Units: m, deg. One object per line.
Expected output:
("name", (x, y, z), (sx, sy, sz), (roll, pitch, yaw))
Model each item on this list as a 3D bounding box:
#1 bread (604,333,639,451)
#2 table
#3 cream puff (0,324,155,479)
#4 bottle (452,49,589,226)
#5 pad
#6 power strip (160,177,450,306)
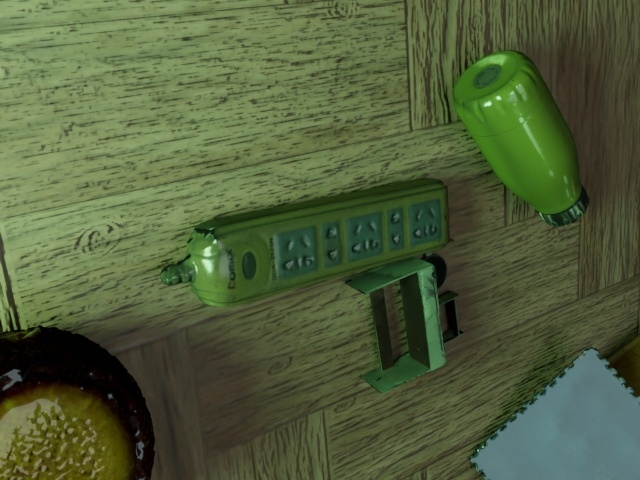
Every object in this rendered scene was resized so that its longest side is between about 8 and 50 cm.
("bread", (0.537, 0.269, 1.263), (0.288, 0.119, 0.152), (-32, 122, -22))
("table", (0.125, 0.094, 0.971), (0.175, 0.062, 0.146), (-21, 114, -25))
("cream puff", (-0.272, 0.191, 0.662), (0.239, 0.165, 0.239), (-8, 104, -35))
("bottle", (0.277, -0.122, 0.981), (0.112, 0.112, 0.260), (-50, 124, -12))
("pad", (0.408, 0.343, 1.150), (0.269, 0.012, 0.270), (-41, 95, 0))
("power strip", (0.000, 0.000, 0.858), (0.387, 0.066, 0.092), (-13, 108, -30))
